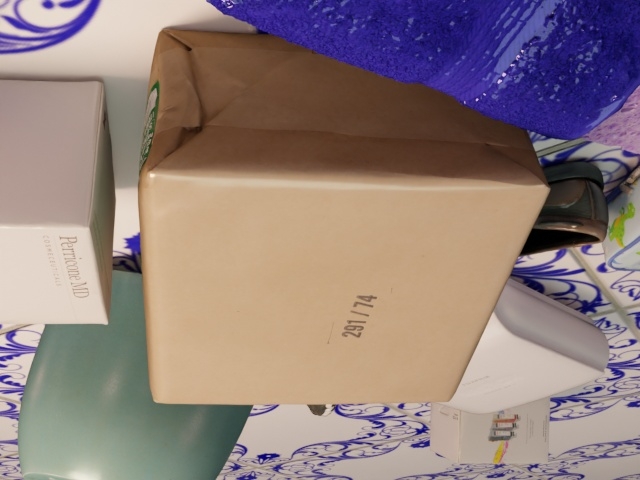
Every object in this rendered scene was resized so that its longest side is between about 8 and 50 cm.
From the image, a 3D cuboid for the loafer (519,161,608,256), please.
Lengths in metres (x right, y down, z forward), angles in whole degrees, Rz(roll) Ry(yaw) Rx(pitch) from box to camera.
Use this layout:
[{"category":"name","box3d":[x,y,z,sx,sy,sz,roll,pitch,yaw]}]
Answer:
[{"category":"loafer","box3d":[0.181,-0.005,0.922,0.267,0.084,0.096,-21,149,30]}]

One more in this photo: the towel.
[{"category":"towel","box3d":[0.111,-0.181,0.494,0.308,0.076,0.228,13,122,-31]}]

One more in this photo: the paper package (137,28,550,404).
[{"category":"paper package","box3d":[0.000,0.000,0.746,0.309,0.168,0.325,1,140,-9]}]

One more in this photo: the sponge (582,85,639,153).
[{"category":"sponge","box3d":[0.272,-0.122,0.714,0.210,0.031,0.117,8,151,-23]}]

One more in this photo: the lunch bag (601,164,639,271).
[{"category":"lunch bag","box3d":[0.420,-0.026,0.907,0.219,0.090,0.176,4,151,-15]}]

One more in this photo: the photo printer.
[{"category":"photo printer","box3d":[0.225,0.153,1.204,0.307,0.107,0.256,24,141,-39]}]

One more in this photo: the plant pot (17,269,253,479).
[{"category":"plant pot","box3d":[-0.233,0.211,1.040,0.293,0.235,0.293,13,149,8]}]

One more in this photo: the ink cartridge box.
[{"category":"ink cartridge box","box3d":[0.297,0.322,1.497,0.176,0.127,0.128,5,176,-15]}]

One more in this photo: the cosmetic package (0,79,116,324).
[{"category":"cosmetic package","box3d":[-0.368,-0.031,0.725,0.365,0.155,0.197,1,150,-7]}]

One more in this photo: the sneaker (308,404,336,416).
[{"category":"sneaker","box3d":[-0.025,0.220,1.352,0.106,0.078,0.234,0,149,-1]}]
